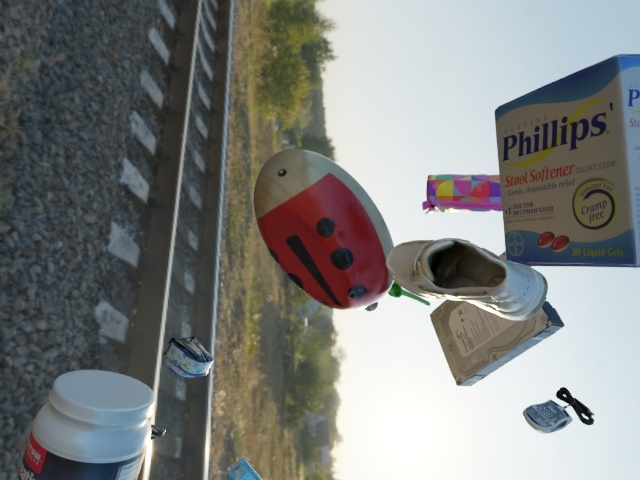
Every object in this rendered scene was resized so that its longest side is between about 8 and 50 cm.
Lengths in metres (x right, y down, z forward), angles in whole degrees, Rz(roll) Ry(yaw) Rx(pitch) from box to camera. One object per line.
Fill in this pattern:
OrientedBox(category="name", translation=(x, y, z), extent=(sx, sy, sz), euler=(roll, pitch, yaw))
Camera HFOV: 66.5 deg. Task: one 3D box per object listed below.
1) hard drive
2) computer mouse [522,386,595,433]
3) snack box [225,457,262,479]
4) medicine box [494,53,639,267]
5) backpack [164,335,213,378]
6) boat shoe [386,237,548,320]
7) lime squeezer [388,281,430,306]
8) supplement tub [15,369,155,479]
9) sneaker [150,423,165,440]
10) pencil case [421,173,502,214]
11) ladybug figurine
OrientedBox(category="hard drive", translation=(0.450, 0.212, 1.311), extent=(0.339, 0.064, 0.237), euler=(-52, -141, 39))
OrientedBox(category="computer mouse", translation=(0.532, 0.399, 1.118), extent=(0.106, 0.192, 0.042), euler=(49, -44, 49))
OrientedBox(category="snack box", translation=(-0.190, 0.742, 1.344), extent=(0.187, 0.060, 0.322), euler=(41, -40, 22))
OrientedBox(category="medicine box", translation=(0.431, -0.108, 0.787), extent=(0.263, 0.148, 0.290), euler=(174, -90, -72))
OrientedBox(category="backpack", translation=(-0.352, 0.321, 1.316), extent=(0.105, 0.114, 0.084), euler=(13, 104, -62))
OrientedBox(category="boat shoe", translation=(0.180, 0.034, 0.702), extent=(0.277, 0.096, 0.098), euler=(10, -107, 57))
OrientedBox(category="lime squeezer", translation=(0.196, 0.164, 1.499), extent=(0.059, 0.309, 0.110), euler=(-87, -178, -51))
OrientedBox(category="supplement tub", translation=(-0.408, 0.384, 0.840), extent=(0.191, 0.190, 0.273), euler=(-148, -105, -88))
OrientedBox(category="sneaker", translation=(-0.454, 0.523, 1.321), extent=(0.109, 0.040, 0.044), euler=(-15, -123, 49))
OrientedBox(category="pencil case", translation=(0.364, -0.108, 1.168), extent=(0.104, 0.236, 0.105), euler=(-1, 90, -75))
OrientedBox(category="ladybug figurine", translation=(0.000, 0.000, 1.156), extent=(0.449, 0.305, 0.162), euler=(52, 39, -9))
